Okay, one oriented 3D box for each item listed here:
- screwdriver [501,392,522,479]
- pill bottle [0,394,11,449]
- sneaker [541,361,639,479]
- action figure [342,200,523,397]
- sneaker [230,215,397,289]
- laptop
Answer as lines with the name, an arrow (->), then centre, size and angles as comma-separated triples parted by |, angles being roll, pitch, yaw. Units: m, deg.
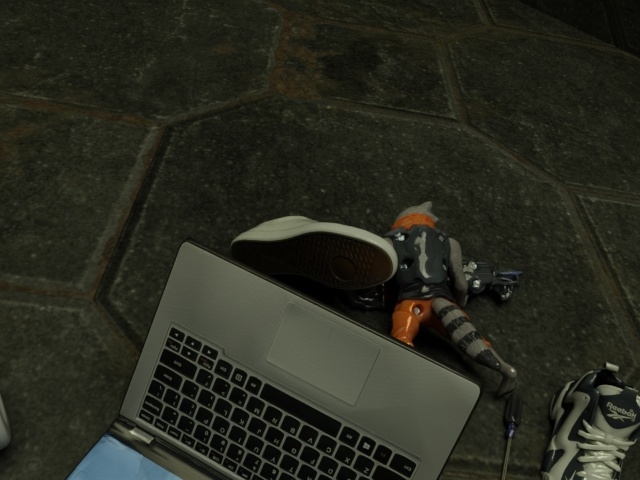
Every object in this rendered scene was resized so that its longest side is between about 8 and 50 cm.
screwdriver -> 0.263, 0.290, 0.779 | 0.024, 0.025, 0.170 | 22, 53, 8
pill bottle -> -0.471, 0.213, 0.599 | 0.221, 0.121, 0.121 | -18, 51, -29
sneaker -> 0.370, 0.263, 0.729 | 0.094, 0.153, 0.235 | 22, 44, 11
action figure -> 0.209, 0.077, 0.873 | 0.342, 0.178, 0.330 | -6, 56, -15
sneaker -> 0.000, 0.000, 0.893 | 0.290, 0.105, 0.123 | 6, 30, 30
laptop -> -0.097, 0.267, 0.561 | 0.382, 0.407, 0.236 | 25, 12, 11
